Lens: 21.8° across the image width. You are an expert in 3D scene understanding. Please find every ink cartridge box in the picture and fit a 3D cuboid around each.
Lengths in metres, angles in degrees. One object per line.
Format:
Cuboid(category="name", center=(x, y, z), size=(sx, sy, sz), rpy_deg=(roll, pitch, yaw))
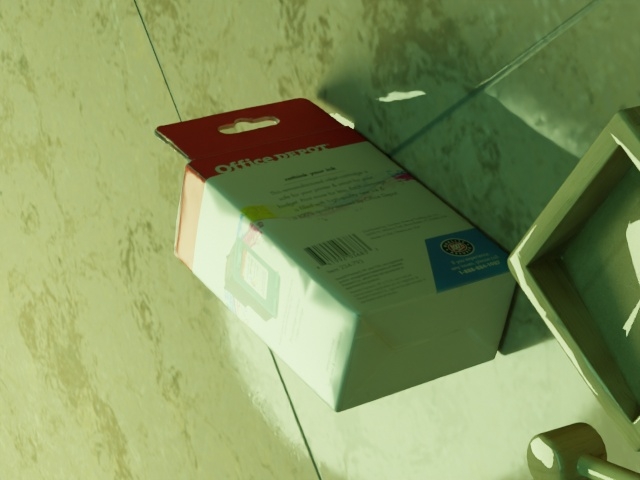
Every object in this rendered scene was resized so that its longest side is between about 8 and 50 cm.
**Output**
Cuboid(category="ink cartridge box", center=(0.000, 0.000, 1.072), size=(0.231, 0.134, 0.078), rpy_deg=(42, 133, 39))

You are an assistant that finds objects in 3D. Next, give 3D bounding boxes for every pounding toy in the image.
Cuboid(category="pounding toy", center=(0.187, 0.058, 0.869), size=(0.181, 0.094, 0.206), rpy_deg=(58, 142, 24))
